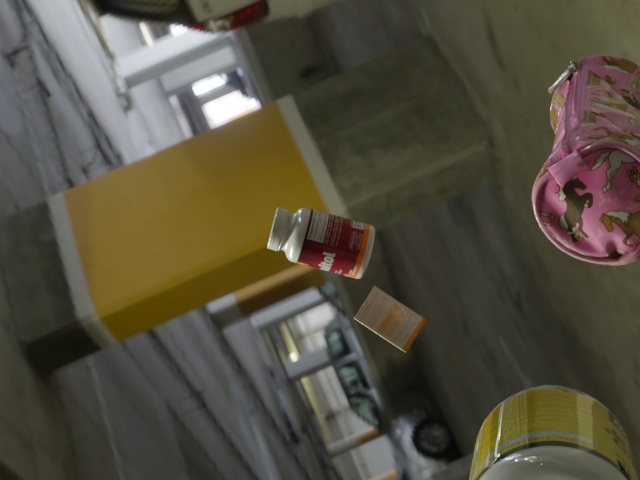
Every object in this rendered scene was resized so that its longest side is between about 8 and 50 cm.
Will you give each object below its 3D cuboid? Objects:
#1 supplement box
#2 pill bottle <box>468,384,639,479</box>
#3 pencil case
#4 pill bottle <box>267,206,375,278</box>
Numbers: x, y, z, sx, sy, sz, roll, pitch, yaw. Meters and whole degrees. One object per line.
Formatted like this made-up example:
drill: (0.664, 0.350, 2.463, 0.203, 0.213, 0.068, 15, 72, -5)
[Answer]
supplement box: (0.110, 0.125, 1.706, 0.098, 0.062, 0.036, 34, 178, 12)
pill bottle: (0.144, 0.150, 0.666, 0.103, 0.103, 0.184, 67, -166, -4)
pencil case: (0.365, -0.115, 1.396, 0.386, 0.167, 0.160, -63, -11, -60)
pill bottle: (0.000, 0.000, 1.627, 0.086, 0.152, 0.086, -165, 90, -86)
